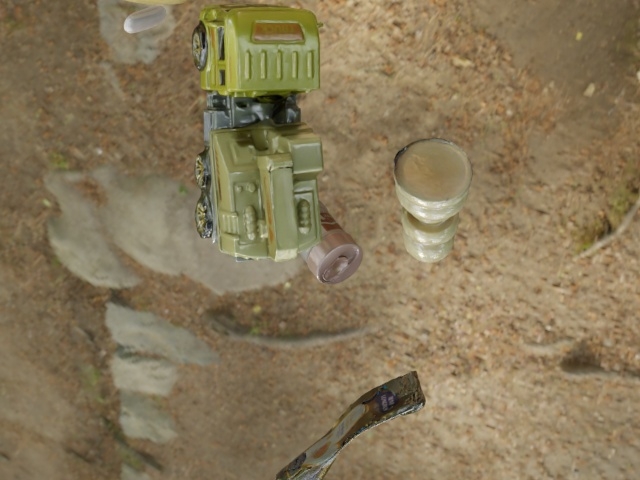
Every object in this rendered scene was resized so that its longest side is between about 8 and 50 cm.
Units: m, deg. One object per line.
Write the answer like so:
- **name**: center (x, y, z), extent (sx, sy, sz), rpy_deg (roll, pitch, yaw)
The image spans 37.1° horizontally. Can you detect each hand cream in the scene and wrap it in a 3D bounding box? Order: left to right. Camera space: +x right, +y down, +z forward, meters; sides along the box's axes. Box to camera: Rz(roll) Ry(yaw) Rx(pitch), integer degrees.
- **hand cream**: center (0.016, 0.164, 0.757), extent (0.039, 0.062, 0.163), rpy_deg (44, 101, -7)

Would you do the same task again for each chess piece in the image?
- **chess piece**: center (0.203, -0.058, 1.758), extent (0.142, 0.143, 0.261), rpy_deg (16, 151, 14)

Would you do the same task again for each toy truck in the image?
- **toy truck**: center (-0.088, -0.162, 1.474), extent (0.254, 0.180, 0.405), rpy_deg (-158, 65, -65)

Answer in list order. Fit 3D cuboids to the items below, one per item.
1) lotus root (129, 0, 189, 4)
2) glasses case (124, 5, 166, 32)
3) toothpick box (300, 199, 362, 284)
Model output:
- **lotus root**: center (-0.227, -0.395, 1.297), extent (0.257, 0.154, 0.140), rpy_deg (3, 133, 9)
- **glasses case**: center (-0.282, -0.357, 1.539), extent (0.021, 0.083, 0.032), rpy_deg (39, 135, 18)
- **toothpick box**: center (0.000, 0.000, 1.780), extent (0.149, 0.098, 0.098), rpy_deg (51, 149, 39)
